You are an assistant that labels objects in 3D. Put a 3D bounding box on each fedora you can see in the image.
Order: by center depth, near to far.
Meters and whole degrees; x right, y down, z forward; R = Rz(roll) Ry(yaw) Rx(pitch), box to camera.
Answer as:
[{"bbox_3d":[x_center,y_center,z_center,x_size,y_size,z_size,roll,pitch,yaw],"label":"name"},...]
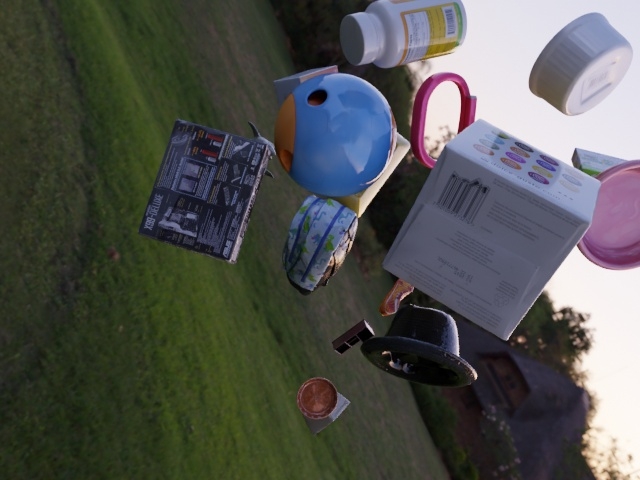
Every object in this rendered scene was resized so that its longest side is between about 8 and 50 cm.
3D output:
[{"bbox_3d":[0.265,0.264,1.686,0.334,0.334,0.152,52,50,-55],"label":"fedora"}]

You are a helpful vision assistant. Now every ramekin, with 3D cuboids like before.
[{"bbox_3d":[0.743,-0.486,1.842,0.135,0.277,0.277,55,3,29],"label":"ramekin"}]

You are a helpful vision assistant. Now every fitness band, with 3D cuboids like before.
[{"bbox_3d":[0.370,-0.358,1.956,0.054,0.209,0.291,32,-56,56],"label":"fitness band"}]

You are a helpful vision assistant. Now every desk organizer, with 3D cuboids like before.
[{"bbox_3d":[0.101,0.306,2.020,0.047,0.130,0.050,50,8,-17],"label":"desk organizer"}]

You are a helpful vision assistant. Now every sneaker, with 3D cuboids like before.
[{"bbox_3d":[0.246,0.174,2.128,0.064,0.175,0.067,50,-30,-8],"label":"sneaker"}]

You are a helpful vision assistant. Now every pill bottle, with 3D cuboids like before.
[{"bbox_3d":[0.170,-0.438,1.360,0.136,0.246,0.136,48,-32,45],"label":"pill bottle"}]

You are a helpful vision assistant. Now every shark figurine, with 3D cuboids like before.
[{"bbox_3d":[-0.242,-0.287,2.220,0.166,0.116,0.278,52,-19,7],"label":"shark figurine"}]

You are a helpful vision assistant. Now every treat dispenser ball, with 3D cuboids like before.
[{"bbox_3d":[0.034,-0.245,1.525,0.288,0.288,0.288,61,7,-13],"label":"treat dispenser ball"}]

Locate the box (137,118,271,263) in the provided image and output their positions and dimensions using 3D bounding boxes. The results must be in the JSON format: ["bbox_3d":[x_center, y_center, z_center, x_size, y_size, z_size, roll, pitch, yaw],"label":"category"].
[{"bbox_3d":[-0.285,-0.121,1.616,0.076,0.242,0.307,66,40,-82],"label":"box"}]

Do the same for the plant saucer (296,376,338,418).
[{"bbox_3d":[-0.007,0.314,1.301,0.083,0.083,0.013,62,-7,-4],"label":"plant saucer"}]

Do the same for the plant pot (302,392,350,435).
[{"bbox_3d":[0.003,0.503,1.966,0.096,0.109,0.109,49,35,6],"label":"plant pot"}]

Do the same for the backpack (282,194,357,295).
[{"bbox_3d":[0.000,0.000,2.222,0.273,0.290,0.355,40,-20,-8],"label":"backpack"}]

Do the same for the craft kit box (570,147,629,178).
[{"bbox_3d":[0.993,-0.230,2.209,0.246,0.250,0.061,-56,160,-64],"label":"craft kit box"}]

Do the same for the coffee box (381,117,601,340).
[{"bbox_3d":[0.407,-0.041,1.535,0.338,0.338,0.334,32,31,13],"label":"coffee box"}]

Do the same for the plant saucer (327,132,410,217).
[{"bbox_3d":[0.101,-0.298,2.198,0.333,0.333,0.081,37,-5,-11],"label":"plant saucer"}]

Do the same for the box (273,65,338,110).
[{"bbox_3d":[-0.026,-0.378,1.715,0.170,0.091,0.130,-34,117,-46],"label":"box"}]

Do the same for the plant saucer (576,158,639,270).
[{"bbox_3d":[0.869,-0.077,1.853,0.332,0.332,0.084,59,7,-22],"label":"plant saucer"}]
